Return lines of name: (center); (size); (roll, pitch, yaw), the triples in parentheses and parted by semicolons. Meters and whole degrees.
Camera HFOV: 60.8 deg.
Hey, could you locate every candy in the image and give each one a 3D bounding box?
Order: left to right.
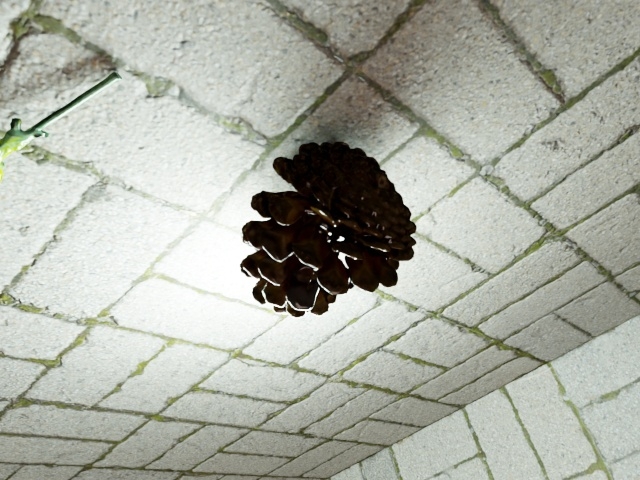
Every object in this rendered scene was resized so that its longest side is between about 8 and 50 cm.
candy: (-0.347, -0.127, 0.644); (0.262, 0.073, 0.077); (-30, 114, 6)

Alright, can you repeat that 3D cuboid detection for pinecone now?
pinecone: (-0.001, 0.002, 0.790); (0.246, 0.246, 0.292); (11, 137, -32)
